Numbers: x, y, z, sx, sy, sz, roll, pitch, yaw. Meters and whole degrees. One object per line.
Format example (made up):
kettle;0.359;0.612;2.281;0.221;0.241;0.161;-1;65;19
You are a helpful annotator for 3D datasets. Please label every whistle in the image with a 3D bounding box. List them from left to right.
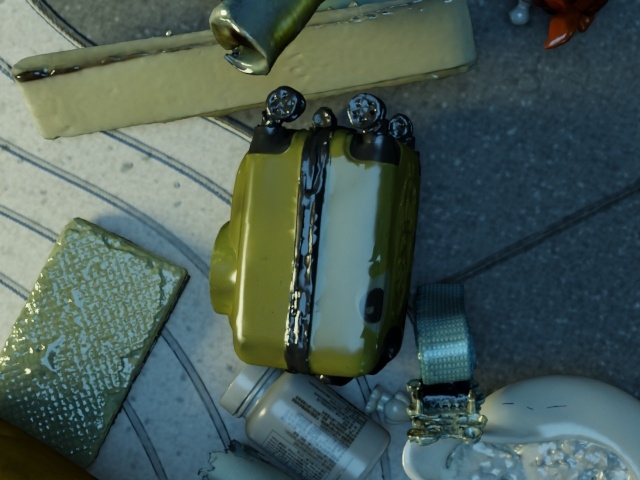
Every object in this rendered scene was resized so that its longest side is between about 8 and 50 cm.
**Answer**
whistle;0.018;-0.262;1.203;0.057;0.068;0.326;26;61;17

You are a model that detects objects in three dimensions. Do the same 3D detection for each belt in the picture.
belt;0.103;0.092;1.223;0.065;0.179;0.100;-3;104;6

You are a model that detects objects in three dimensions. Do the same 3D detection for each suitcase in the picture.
suitcase;0.000;0.000;1.219;0.143;0.194;0.234;6;90;12

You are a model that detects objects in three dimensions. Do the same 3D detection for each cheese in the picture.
cheese;-0.068;-0.148;1.258;0.400;0.034;0.085;-8;132;14

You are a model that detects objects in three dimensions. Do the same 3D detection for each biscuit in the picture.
biscuit;-0.213;0.090;1.308;0.121;0.040;0.199;27;92;5

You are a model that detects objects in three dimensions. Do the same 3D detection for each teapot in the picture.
teapot;0.221;0.222;1.227;0.300;0.166;0.208;18;79;13

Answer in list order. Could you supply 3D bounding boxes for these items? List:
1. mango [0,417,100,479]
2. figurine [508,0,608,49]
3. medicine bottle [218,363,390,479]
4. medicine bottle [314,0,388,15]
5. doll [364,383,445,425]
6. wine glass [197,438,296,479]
mango;-0.240;0.289;1.174;0.446;0.300;0.232;39;64;23
figurine;0.194;-0.277;1.227;0.160;0.183;0.226;-7;102;13
medicine bottle;-0.015;0.158;1.274;0.140;0.079;0.079;36;92;3
medicine bottle;-0.001;-0.222;1.268;0.217;0.090;0.090;22;91;-2
doll;0.084;0.151;1.291;0.085;0.040;0.058;43;103;2
wine glass;0.006;0.308;1.248;0.321;0.143;0.143;37;92;4
